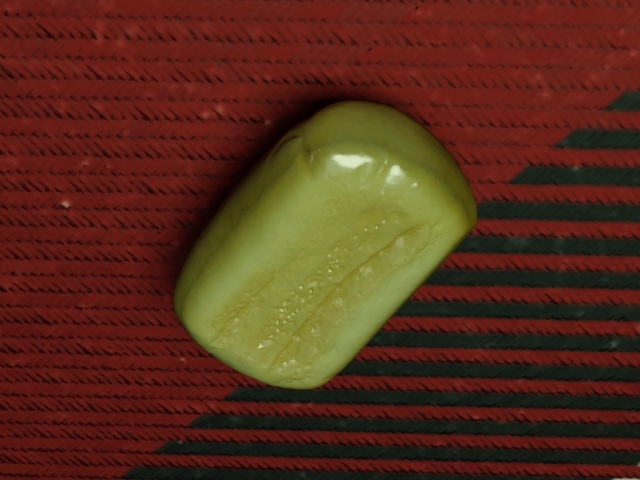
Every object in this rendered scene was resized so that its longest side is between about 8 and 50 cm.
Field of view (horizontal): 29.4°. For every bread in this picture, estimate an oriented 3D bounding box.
[{"bbox_3d":[0.000,0.000,0.825,0.147,0.098,0.217,34,120,-20],"label":"bread"}]
